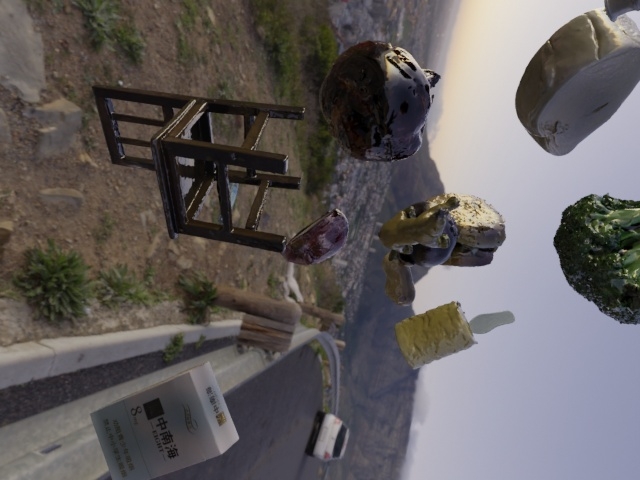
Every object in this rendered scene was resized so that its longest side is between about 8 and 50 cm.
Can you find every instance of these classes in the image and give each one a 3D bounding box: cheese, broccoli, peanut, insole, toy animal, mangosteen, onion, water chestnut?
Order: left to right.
[{"bbox_3d":[0.000,0.000,1.085,0.206,0.098,0.151,-32,-173,42],"label":"onion"},{"bbox_3d":[0.142,-0.331,1.011,0.245,0.289,0.288,-10,119,-45],"label":"water chestnut"},{"bbox_3d":[0.304,0.155,1.678,0.110,0.120,0.236,-66,138,-66],"label":"peanut"},{"bbox_3d":[0.284,-0.009,1.241,0.194,0.231,0.194,33,44,-39],"label":"mangosteen"},{"bbox_3d":[0.194,-0.023,0.846,0.219,0.101,0.103,-11,-92,58],"label":"toy animal"},{"bbox_3d":[0.269,0.221,1.006,0.094,0.167,0.123,46,24,-46],"label":"cheese"},{"bbox_3d":[0.464,0.220,1.148,0.002,0.153,0.053,109,-32,-55],"label":"insole"},{"bbox_3d":[0.544,0.012,0.709,0.270,0.270,0.269,-53,-173,41],"label":"broccoli"}]

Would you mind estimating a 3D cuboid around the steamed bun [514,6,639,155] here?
[{"bbox_3d":[0.701,-0.447,1.217,0.383,0.237,0.246,112,-19,-52],"label":"steamed bun"}]

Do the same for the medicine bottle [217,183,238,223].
[{"bbox_3d":[-0.445,-0.183,2.041,0.090,0.054,0.208,114,-8,-70],"label":"medicine bottle"}]

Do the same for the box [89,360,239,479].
[{"bbox_3d":[-0.286,0.337,0.772,0.155,0.243,0.067,67,16,5],"label":"box"}]

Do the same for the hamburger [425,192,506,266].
[{"bbox_3d":[0.486,-0.037,1.539,0.318,0.277,0.195,-106,-162,-56],"label":"hamburger"}]

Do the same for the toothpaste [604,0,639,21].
[{"bbox_3d":[0.649,-0.464,0.730,0.266,0.096,0.061,-2,-103,54],"label":"toothpaste"}]

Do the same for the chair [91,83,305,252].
[{"bbox_3d":[-0.252,-0.143,0.783,0.240,0.417,0.203,-81,177,-49],"label":"chair"}]
